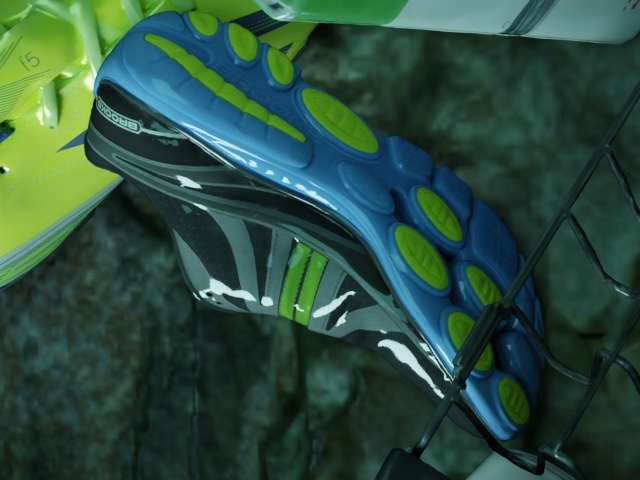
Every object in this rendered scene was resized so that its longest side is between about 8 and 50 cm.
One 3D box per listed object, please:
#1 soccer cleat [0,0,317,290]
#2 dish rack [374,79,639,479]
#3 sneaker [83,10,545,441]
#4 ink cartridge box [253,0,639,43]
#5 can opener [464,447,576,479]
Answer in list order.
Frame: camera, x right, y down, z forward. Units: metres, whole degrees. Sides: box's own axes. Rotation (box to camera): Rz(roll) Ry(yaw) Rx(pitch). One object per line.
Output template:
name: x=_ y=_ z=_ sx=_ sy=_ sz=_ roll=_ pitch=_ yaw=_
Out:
soccer cleat: x=-0.090 y=-0.067 z=0.625 sx=0.289 sy=0.121 sz=0.093 roll=-43 pitch=74 yaw=27
dish rack: x=0.155 y=0.026 z=0.493 sx=0.208 sy=0.074 sz=0.271 roll=29 pitch=79 yaw=20
sneaker: x=0.000 y=0.000 z=0.598 sx=0.188 sy=0.067 sz=0.078 roll=39 pitch=133 yaw=-4
ink cartridge box: x=0.058 y=-0.139 z=0.482 sx=0.087 sy=0.208 sz=0.153 roll=43 pitch=114 yaw=23
can opener: x=0.004 y=0.178 z=0.621 sx=0.074 sy=0.093 sz=0.280 roll=50 pitch=121 yaw=15
